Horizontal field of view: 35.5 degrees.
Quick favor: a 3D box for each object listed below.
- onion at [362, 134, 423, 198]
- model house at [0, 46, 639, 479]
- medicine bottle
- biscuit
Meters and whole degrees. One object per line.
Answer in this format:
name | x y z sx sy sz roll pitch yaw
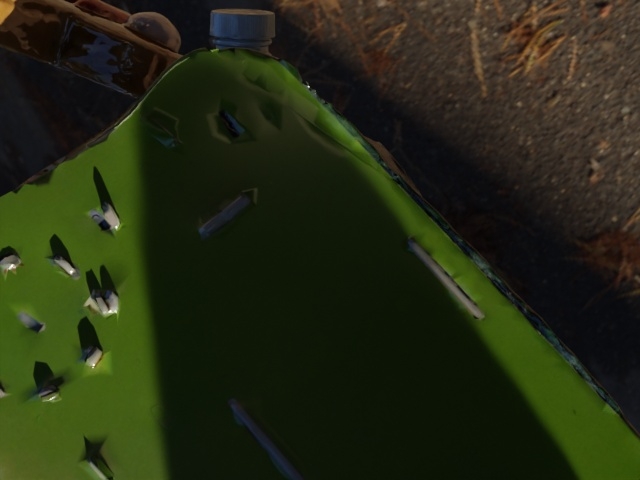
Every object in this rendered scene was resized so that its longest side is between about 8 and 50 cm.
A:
onion | -0.006 -0.005 1.386 0.341 0.341 0.341 27 135 30
model house | -0.017 0.087 0.457 0.294 0.207 0.154 48 164 7
medicine bottle | -0.123 -0.276 1.572 0.105 0.105 0.168 16 113 38
biscuit | -0.162 -0.121 0.527 0.205 0.324 0.049 23 93 36
